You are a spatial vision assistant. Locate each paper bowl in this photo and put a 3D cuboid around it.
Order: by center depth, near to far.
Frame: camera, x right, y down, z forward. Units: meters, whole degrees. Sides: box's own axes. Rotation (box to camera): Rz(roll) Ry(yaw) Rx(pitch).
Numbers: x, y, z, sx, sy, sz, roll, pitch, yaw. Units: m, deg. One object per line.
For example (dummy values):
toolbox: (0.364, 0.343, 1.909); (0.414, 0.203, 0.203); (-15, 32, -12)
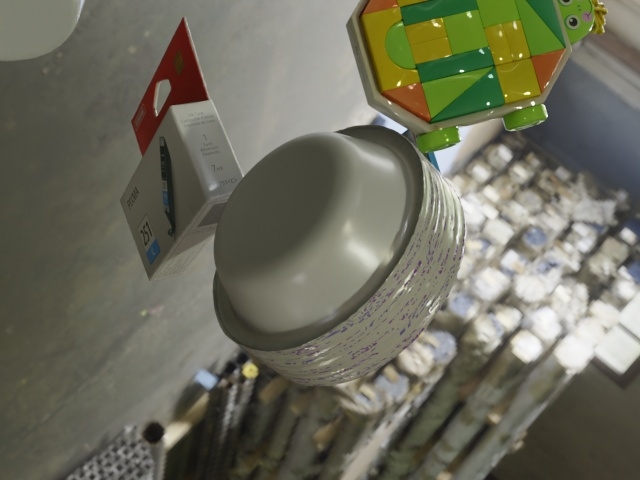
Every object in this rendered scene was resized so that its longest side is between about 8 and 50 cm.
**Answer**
paper bowl: (0.000, 0.000, 1.052); (0.284, 0.284, 0.148); (-49, 128, -1)

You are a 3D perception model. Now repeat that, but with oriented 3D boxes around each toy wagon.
toy wagon: (0.211, -0.269, 1.253); (0.345, 0.267, 0.068); (-15, 177, -9)

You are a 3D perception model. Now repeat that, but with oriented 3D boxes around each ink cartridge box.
ink cartridge box: (-0.213, -0.114, 1.354); (0.066, 0.261, 0.296); (-14, 164, -29)

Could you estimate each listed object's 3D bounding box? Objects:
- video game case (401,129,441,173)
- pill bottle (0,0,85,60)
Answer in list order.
video game case: (0.144, -0.117, 1.699); (0.015, 0.119, 0.166); (-7, 164, -33)
pill bottle: (-0.235, -0.334, 0.789); (0.204, 0.204, 0.361); (102, -4, -60)
